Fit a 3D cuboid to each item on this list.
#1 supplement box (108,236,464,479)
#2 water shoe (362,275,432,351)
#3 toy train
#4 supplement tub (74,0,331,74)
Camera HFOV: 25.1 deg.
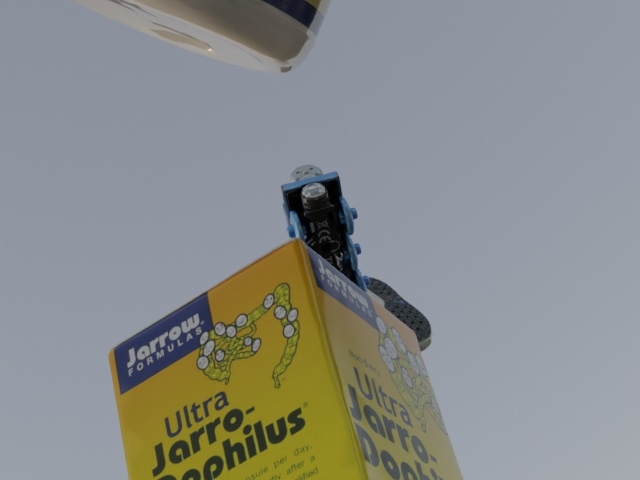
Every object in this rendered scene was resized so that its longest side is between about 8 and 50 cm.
[{"bbox_3d":[-0.006,0.214,1.073,0.195,0.356,0.194,-31,-41,17],"label":"supplement box"},{"bbox_3d":[0.097,0.124,2.041,0.073,0.203,0.080,7,-69,-24],"label":"water shoe"},{"bbox_3d":[0.000,0.000,1.561,0.080,0.105,0.184,-17,-50,-5],"label":"toy train"},{"bbox_3d":[-0.064,-0.304,1.054,0.228,0.228,0.316,21,-90,-45],"label":"supplement tub"}]
